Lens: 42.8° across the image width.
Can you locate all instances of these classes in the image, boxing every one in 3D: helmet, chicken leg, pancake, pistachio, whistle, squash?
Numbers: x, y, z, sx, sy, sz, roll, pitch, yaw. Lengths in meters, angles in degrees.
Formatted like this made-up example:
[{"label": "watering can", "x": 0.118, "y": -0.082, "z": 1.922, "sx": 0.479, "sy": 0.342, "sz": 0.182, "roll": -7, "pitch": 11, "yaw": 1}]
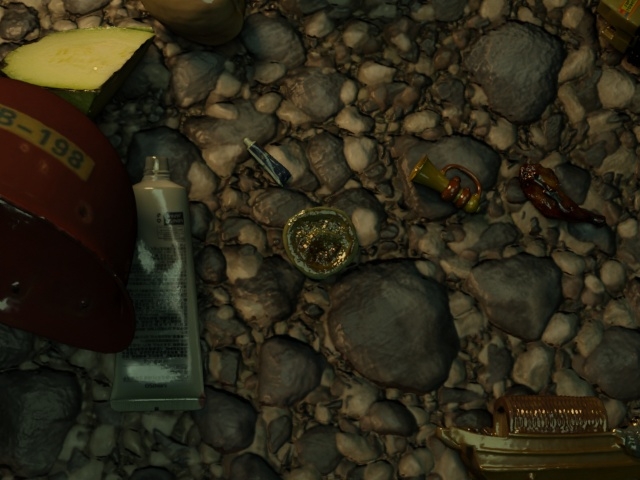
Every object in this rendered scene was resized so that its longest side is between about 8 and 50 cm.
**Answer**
[{"label": "helmet", "x": -0.356, "y": -0.057, "z": 0.980, "sx": 0.385, "sy": 0.337, "sz": 0.230, "roll": 30, "pitch": 54, "yaw": -16}, {"label": "chicken leg", "x": 0.341, "y": -0.058, "z": 1.164, "sx": 0.145, "sy": 0.037, "sz": 0.062, "roll": 44, "pitch": 68, "yaw": 3}, {"label": "pancake", "x": 0.001, "y": 0.000, "z": 1.130, "sx": 0.108, "sy": 0.017, "sz": 0.107, "roll": 0, "pitch": 87, "yaw": -6}, {"label": "pistachio", "x": -0.174, "y": -0.329, "z": 1.117, "sx": 0.149, "sy": 0.113, "sz": 0.113, "roll": 15, "pitch": 81, "yaw": 14}, {"label": "whistle", "x": 0.181, "y": -0.080, "z": 1.154, "sx": 0.109, "sy": 0.057, "sz": 0.046, "roll": 29, "pitch": 126, "yaw": -10}, {"label": "squash", "x": -0.327, "y": -0.215, "z": 1.091, "sx": 0.184, "sy": 0.085, "sz": 0.192, "roll": 7, "pitch": 38, "yaw": 16}]

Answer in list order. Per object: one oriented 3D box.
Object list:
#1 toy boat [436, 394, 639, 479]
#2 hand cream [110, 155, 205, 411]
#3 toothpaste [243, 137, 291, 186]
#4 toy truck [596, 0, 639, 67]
[{"label": "toy boat", "x": 0.313, "y": 0.263, "z": 1.089, "sx": 0.311, "sy": 0.089, "sz": 0.115, "roll": -1, "pitch": 80, "yaw": -5}, {"label": "hand cream", "x": -0.216, "y": 0.057, "z": 1.086, "sx": 0.125, "sy": 0.078, "sz": 0.340, "roll": 0, "pitch": 91, "yaw": -6}, {"label": "toothpaste", "x": -0.076, "y": -0.111, "z": 1.136, "sx": 0.083, "sy": 0.019, "sz": 0.027, "roll": 44, "pitch": 64, "yaw": -3}, {"label": "toy truck", "x": 0.516, "y": -0.378, "z": 1.179, "sx": 0.127, "sy": 0.127, "sz": 0.257, "roll": 41, "pitch": 80, "yaw": 15}]
